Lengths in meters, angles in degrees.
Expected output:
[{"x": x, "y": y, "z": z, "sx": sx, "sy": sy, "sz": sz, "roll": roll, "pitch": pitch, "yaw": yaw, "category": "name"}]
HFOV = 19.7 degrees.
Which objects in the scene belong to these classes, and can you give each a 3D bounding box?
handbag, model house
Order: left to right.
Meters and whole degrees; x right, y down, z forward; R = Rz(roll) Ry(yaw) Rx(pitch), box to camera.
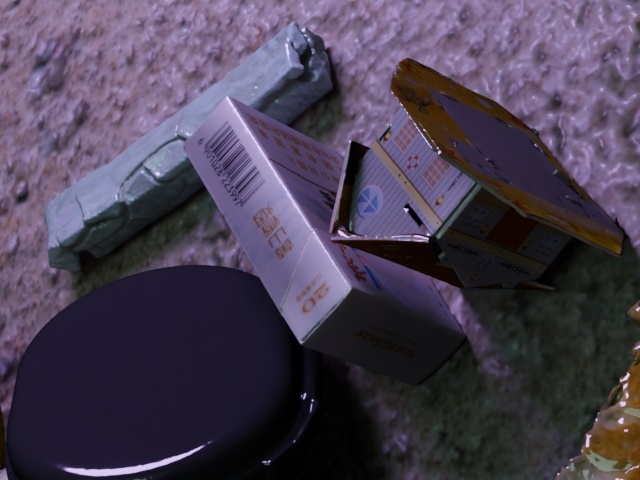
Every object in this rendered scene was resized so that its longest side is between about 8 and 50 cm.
[{"x": -0.121, "y": 0.133, "z": 1.462, "sx": 0.253, "sy": 0.093, "sz": 0.308, "roll": -10, "pitch": 32, "yaw": 5, "category": "handbag"}, {"x": 0.091, "y": -0.019, "z": 1.353, "sx": 0.136, "sy": 0.219, "sz": 0.207, "roll": -52, "pitch": 48, "yaw": 20, "category": "model house"}]

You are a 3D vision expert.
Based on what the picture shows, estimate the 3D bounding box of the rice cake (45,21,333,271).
[{"x": -0.127, "y": -0.077, "z": 1.656, "sx": 0.336, "sy": 0.063, "sz": 0.066, "roll": -36, "pitch": 46, "yaw": 26, "category": "rice cake"}]

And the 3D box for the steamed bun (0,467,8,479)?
[{"x": -0.224, "y": 0.278, "z": 1.558, "sx": 0.177, "sy": 0.130, "sz": 0.228, "roll": 44, "pitch": 102, "yaw": 31, "category": "steamed bun"}]

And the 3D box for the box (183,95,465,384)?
[{"x": 0.000, "y": 0.001, "z": 1.461, "sx": 0.067, "sy": 0.149, "sz": 0.233, "roll": -48, "pitch": 50, "yaw": 19, "category": "box"}]

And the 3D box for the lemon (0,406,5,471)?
[{"x": -0.411, "y": 0.192, "z": 1.671, "sx": 0.267, "sy": 0.267, "sz": 0.267, "roll": -15, "pitch": 65, "yaw": 35, "category": "lemon"}]

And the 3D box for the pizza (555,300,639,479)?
[{"x": 0.274, "y": 0.189, "z": 1.143, "sx": 0.439, "sy": 0.130, "sz": 0.406, "roll": -1, "pitch": 54, "yaw": 9, "category": "pizza"}]
